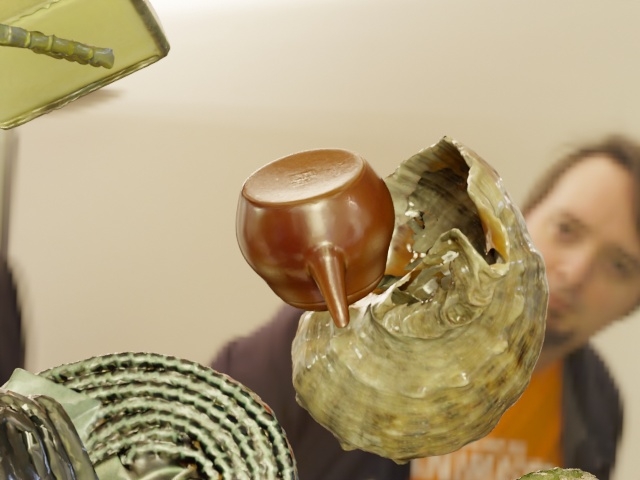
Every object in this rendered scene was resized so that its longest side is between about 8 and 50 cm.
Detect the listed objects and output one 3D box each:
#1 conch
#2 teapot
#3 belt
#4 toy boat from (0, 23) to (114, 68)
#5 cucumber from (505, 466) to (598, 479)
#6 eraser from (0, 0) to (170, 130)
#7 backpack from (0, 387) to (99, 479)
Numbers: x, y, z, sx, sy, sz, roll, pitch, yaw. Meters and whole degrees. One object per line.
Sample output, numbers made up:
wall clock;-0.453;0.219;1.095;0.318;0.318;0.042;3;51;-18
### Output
conch;0.094;0.055;1.268;0.159;0.210;0.291;33;-30;-14
teapot;0.000;0.000;1.197;0.116;0.116;0.173;3;25;-9
belt;-0.144;0.188;1.262;0.257;0.207;0.150;-14;-13;-1
toy boat;-0.203;-0.140;1.229;0.063;0.016;0.115;13;4;32
cucumber;0.133;0.292;1.209;0.072;0.300;0.072;8;24;-4
eraser;-0.228;-0.176;1.489;0.172;0.058;0.117;-24;-39;5
backpack;-0.241;0.173;0.888;0.258;0.206;0.133;-6;21;25
